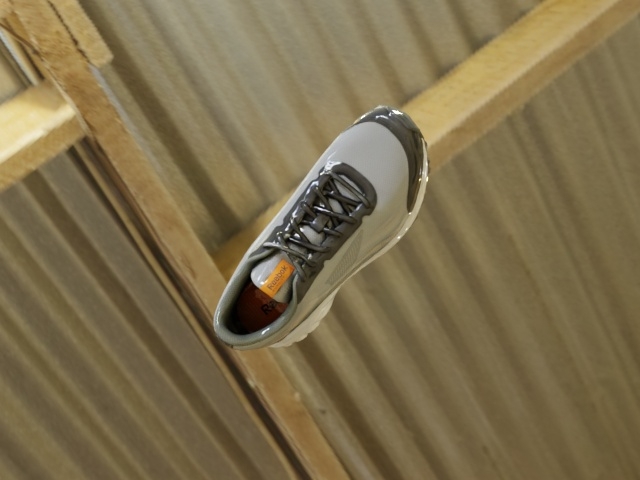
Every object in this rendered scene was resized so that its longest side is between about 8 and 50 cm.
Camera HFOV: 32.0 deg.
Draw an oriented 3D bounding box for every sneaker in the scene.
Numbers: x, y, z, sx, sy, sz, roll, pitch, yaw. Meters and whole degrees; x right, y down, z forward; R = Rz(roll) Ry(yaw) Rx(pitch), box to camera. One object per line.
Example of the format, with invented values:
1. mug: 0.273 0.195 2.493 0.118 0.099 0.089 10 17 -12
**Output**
1. sneaker: 0.000 0.000 0.987 0.100 0.108 0.271 40 -69 11
